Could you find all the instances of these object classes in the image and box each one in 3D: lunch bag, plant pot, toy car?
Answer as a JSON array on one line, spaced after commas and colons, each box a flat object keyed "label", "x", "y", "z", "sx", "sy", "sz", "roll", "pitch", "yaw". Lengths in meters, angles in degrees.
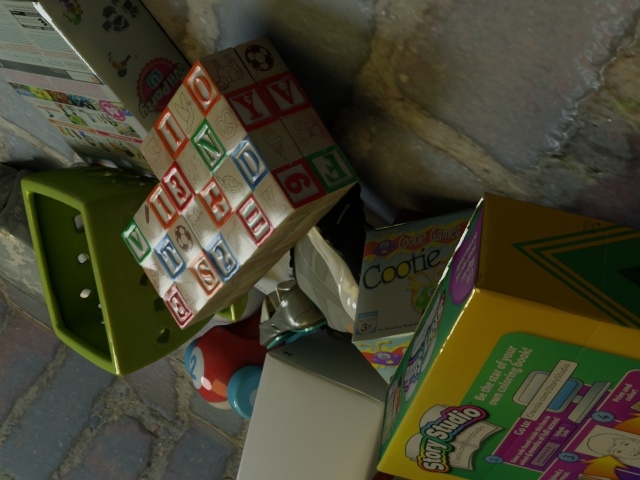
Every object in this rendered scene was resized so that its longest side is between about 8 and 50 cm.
[{"label": "lunch bag", "x": -0.475, "y": 0.002, "z": 2.065, "sx": 0.235, "sy": 0.169, "sz": 0.287, "roll": 44, "pitch": 167, "yaw": -26}, {"label": "plant pot", "x": -0.226, "y": 0.012, "z": 1.540, "sx": 0.227, "sy": 0.207, "sz": 0.228, "roll": 19, "pitch": 123, "yaw": 56}, {"label": "toy car", "x": -0.132, "y": 0.099, "z": 1.752, "sx": 0.238, "sy": 0.210, "sz": 0.219, "roll": 56, "pitch": 165, "yaw": -22}]

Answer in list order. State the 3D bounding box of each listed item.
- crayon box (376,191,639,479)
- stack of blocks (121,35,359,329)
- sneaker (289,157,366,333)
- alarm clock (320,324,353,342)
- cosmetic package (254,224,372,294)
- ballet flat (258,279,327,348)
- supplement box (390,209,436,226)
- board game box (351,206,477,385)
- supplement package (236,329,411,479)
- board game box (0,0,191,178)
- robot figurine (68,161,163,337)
[{"label": "crayon box", "x": 0.240, "y": 0.128, "z": 1.079, "sx": 0.313, "sy": 0.106, "sz": 0.363, "roll": 15, "pitch": 146, "yaw": -2}, {"label": "stack of blocks", "x": -0.102, "y": -0.050, "z": 1.249, "sx": 0.171, "sy": 0.087, "sz": 0.297, "roll": 57, "pitch": 143, "yaw": 9}, {"label": "sneaker", "x": 0.000, "y": 0.000, "z": 1.325, "sx": 0.108, "sy": 0.100, "sz": 0.271, "roll": -5, "pitch": 123, "yaw": 35}, {"label": "alarm clock", "x": 0.079, "y": 0.085, "z": 1.500, "sx": 0.129, "sy": 0.064, "sz": 0.192, "roll": 7, "pitch": 165, "yaw": -17}, {"label": "cosmetic package", "x": -0.025, "y": 0.017, "z": 1.525, "sx": 0.117, "sy": 0.085, "sz": 0.231, "roll": 34, "pitch": 160, "yaw": 1}, {"label": "ballet flat", "x": -0.037, "y": 0.085, "z": 1.508, "sx": 0.068, "sy": 0.072, "sz": 0.213, "roll": 61, "pitch": 159, "yaw": 2}, {"label": "supplement box", "x": 0.116, "y": 0.011, "z": 1.341, "sx": 0.055, "sy": 0.043, "sz": 0.083, "roll": 16, "pitch": 155, "yaw": 42}, {"label": "board game box", "x": 0.162, "y": 0.111, "z": 1.293, "sx": 0.144, "sy": 0.142, "sz": 0.275, "roll": -12, "pitch": 138, "yaw": 27}, {"label": "supplement package", "x": 0.014, "y": 0.285, "z": 1.569, "sx": 0.175, "sy": 0.293, "sz": 0.177, "roll": 21, "pitch": -162, "yaw": 25}, {"label": "board game box", "x": -0.261, "y": -0.197, "z": 1.365, "sx": 0.224, "sy": 0.097, "sz": 0.303, "roll": 16, "pitch": 154, "yaw": 41}, {"label": "robot figurine", "x": -0.305, "y": 0.028, "z": 1.818, "sx": 0.353, "sy": 0.199, "sz": 0.300, "roll": 108, "pitch": 141, "yaw": -71}]
